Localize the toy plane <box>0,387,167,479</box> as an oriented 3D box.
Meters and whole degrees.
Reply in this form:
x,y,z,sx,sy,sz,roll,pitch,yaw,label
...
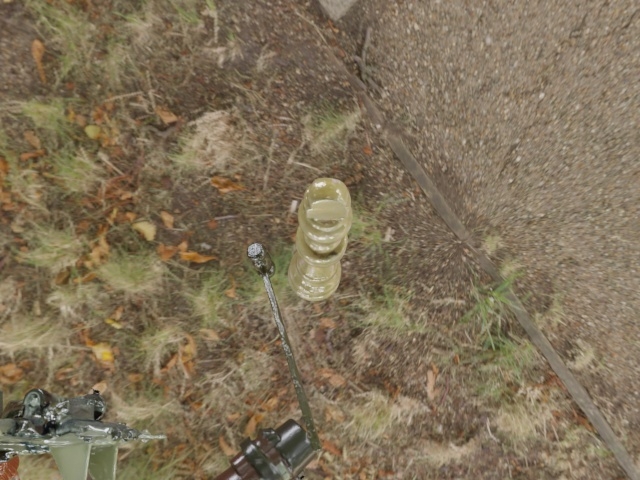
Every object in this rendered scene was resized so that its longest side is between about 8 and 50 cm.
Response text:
x,y,z,sx,sy,sz,roll,pitch,yaw,label
-0.284,0.181,0.634,0.261,0.192,0.088,3,75,28,toy plane

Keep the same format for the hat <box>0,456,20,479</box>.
x,y,z,sx,sy,sz,roll,pitch,yaw,label
-0.673,0.524,1.376,0.093,0.112,0.162,5,123,22,hat

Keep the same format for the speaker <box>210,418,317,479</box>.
x,y,z,sx,sy,sz,roll,pitch,yaw,label
-0.131,0.528,1.246,0.329,0.198,0.259,-29,80,-20,speaker

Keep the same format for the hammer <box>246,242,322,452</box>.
x,y,z,sx,sy,sz,roll,pitch,yaw,label
-0.043,0.127,0.806,0.029,0.058,0.292,-23,53,2,hammer

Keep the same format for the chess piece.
x,y,z,sx,sy,sz,roll,pitch,yaw,label
0.000,0.000,1.213,0.117,0.397,0.117,2,67,-4,chess piece
